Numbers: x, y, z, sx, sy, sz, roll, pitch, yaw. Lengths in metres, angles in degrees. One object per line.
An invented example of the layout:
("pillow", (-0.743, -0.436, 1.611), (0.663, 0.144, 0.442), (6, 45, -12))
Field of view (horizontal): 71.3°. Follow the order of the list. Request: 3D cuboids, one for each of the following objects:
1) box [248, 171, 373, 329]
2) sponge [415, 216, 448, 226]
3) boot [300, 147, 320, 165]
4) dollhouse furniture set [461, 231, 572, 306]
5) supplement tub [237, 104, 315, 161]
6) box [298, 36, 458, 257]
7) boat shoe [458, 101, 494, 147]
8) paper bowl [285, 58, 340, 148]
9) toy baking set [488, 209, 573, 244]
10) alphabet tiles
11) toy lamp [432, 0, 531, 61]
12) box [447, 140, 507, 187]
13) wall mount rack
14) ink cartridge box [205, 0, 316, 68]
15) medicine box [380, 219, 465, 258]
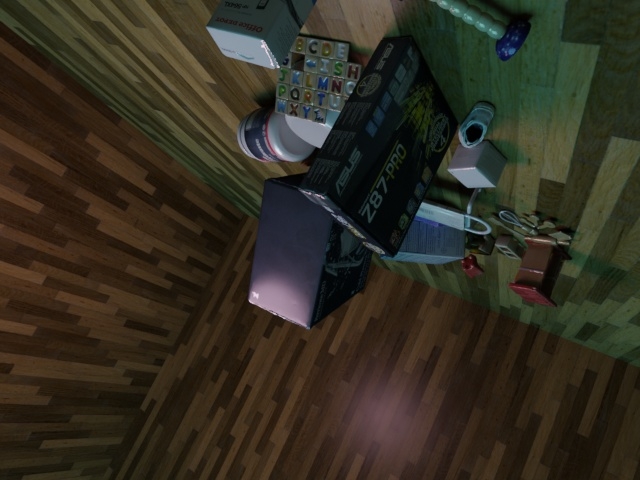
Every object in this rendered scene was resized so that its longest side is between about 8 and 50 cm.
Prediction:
("box", (0.000, 0.000, 1.706), (0.297, 0.480, 0.472), (21, -157, 26))
("sponge", (0.421, -0.090, 1.713), (0.117, 0.031, 0.210), (-3, -162, -30))
("boot", (0.058, -0.297, 1.679), (0.220, 0.109, 0.283), (26, 163, -19))
("dollhouse furniture set", (0.712, 0.099, 1.693), (0.152, 0.201, 0.374), (33, 167, -32))
("supplement tub", (-0.152, -0.367, 1.537), (0.191, 0.191, 0.272), (34, 167, -35))
("box", (0.155, -0.200, 1.036), (0.097, 0.395, 0.318), (19, 167, 44))
("boat shoe", (0.376, -0.265, 1.095), (0.066, 0.063, 0.184), (26, 170, 4))
("paper bowl", (0.014, -0.364, 1.273), (0.284, 0.148, 0.284), (25, 169, 5))
("toy baking set", (0.705, -0.045, 1.494), (0.197, 0.030, 0.256), (36, 166, -30))
("alphabet tiles", (-0.010, -0.398, 1.120), (0.237, 0.198, 0.009), (21, -151, 24))
("toy lamp", (0.219, -0.405, 0.755), (0.274, 0.080, 0.080), (27, 170, -10))
("box", (0.425, -0.204, 1.209), (0.102, 0.087, 0.101), (32, 169, -29))
("wall mount rack", (0.436, -0.116, 1.552), (0.350, 0.130, 0.304), (22, 165, 24))
("ink cartridge box", (-0.111, -0.467, 0.898), (0.148, 0.203, 0.086), (22, 169, 22))
("medicine box", (0.418, 0.007, 1.862), (0.289, 0.149, 0.263), (6, 171, -4))
